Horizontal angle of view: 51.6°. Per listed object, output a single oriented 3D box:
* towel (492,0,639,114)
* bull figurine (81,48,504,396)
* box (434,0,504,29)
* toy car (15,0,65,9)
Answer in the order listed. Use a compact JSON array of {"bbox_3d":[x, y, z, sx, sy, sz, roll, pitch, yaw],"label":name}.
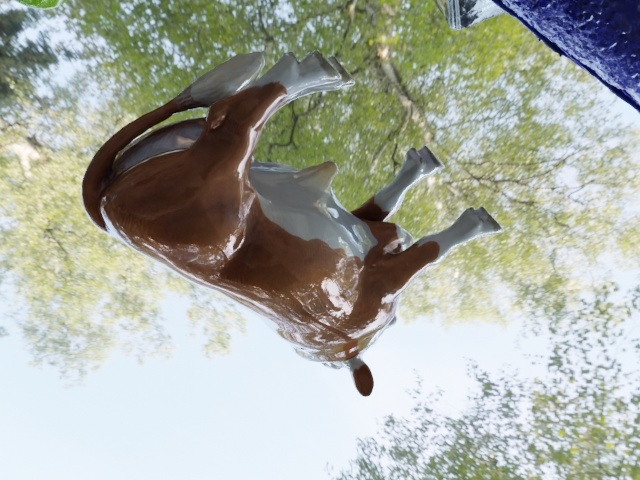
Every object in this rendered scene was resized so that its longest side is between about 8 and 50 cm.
[{"bbox_3d":[0.231,-0.195,0.461,0.308,0.076,0.227,29,-105,-26],"label":"towel"},{"bbox_3d":[0.000,0.000,0.454,0.188,0.310,0.101,-43,-134,15],"label":"bull figurine"},{"bbox_3d":[0.182,-0.622,0.801,0.298,0.471,0.479,-24,-118,3],"label":"box"},{"bbox_3d":[-0.100,-0.228,0.439,0.189,0.155,0.148,11,-125,-32],"label":"toy car"}]
